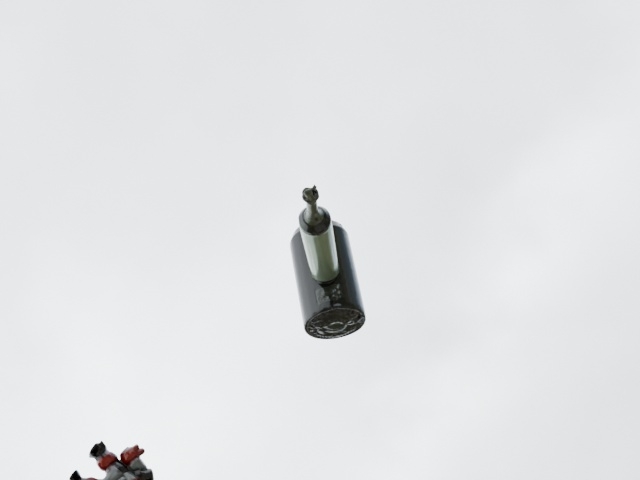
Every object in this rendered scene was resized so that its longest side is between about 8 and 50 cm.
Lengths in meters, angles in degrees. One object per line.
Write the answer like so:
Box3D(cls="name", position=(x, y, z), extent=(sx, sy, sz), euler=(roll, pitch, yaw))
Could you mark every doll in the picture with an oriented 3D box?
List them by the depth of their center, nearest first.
Box3D(cls="doll", position=(-0.125, 0.229, 1.471), extent=(0.109, 0.169, 0.057), euler=(-53, -16, -24))

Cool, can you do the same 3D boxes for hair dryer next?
Box3D(cls="hair dryer", position=(0.000, 0.000, 1.554), extent=(0.057, 0.100, 0.198), euler=(-11, -29, -2))
